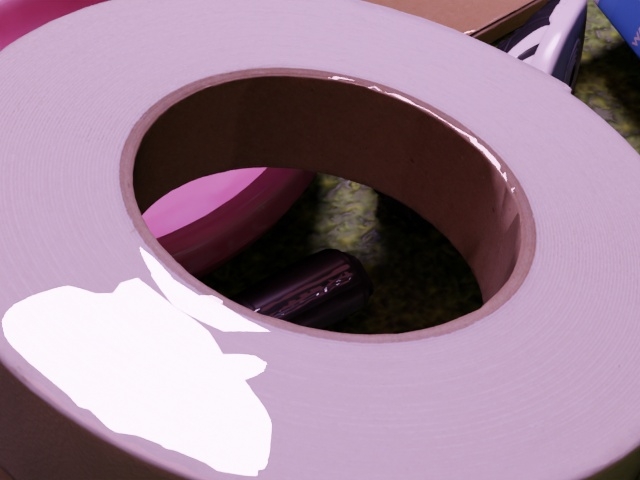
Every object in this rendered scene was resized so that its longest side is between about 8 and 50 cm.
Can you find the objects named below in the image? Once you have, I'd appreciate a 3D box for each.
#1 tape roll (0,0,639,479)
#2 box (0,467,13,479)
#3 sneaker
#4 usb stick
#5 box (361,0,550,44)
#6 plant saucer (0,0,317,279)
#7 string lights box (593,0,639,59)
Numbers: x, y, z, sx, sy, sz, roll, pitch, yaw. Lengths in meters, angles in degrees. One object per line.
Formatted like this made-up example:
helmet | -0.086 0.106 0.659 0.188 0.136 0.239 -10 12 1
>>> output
tape roll | 0.000 0.000 0.644 0.392 0.072 0.392 8 41 -7
box | -0.192 0.178 0.620 0.311 0.148 0.121 -20 48 -7
sneaker | 0.101 -0.103 0.869 0.121 0.079 0.217 14 53 20
usb stick | -0.094 0.081 0.745 0.278 0.045 0.077 -27 6 -15
box | 0.099 -0.210 1.008 0.201 0.021 0.164 -31 50 -17
plant saucer | -0.148 -0.073 0.883 0.332 0.084 0.332 -5 46 5
string lights box | 0.288 -0.129 0.833 0.133 0.076 0.259 2 42 -25
